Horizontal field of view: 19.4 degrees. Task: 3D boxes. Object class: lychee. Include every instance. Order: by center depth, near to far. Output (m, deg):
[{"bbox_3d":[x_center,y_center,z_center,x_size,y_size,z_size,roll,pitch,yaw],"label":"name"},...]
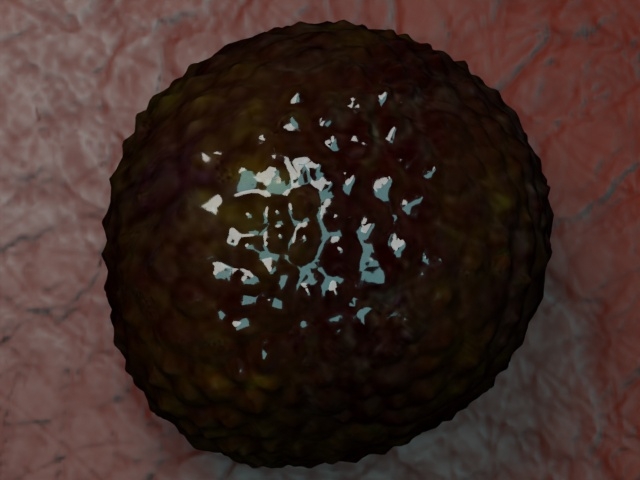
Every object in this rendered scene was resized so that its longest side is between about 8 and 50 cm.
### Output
[{"bbox_3d":[0.000,0.000,1.054,0.261,0.260,0.260,1,84,-6],"label":"lychee"}]
